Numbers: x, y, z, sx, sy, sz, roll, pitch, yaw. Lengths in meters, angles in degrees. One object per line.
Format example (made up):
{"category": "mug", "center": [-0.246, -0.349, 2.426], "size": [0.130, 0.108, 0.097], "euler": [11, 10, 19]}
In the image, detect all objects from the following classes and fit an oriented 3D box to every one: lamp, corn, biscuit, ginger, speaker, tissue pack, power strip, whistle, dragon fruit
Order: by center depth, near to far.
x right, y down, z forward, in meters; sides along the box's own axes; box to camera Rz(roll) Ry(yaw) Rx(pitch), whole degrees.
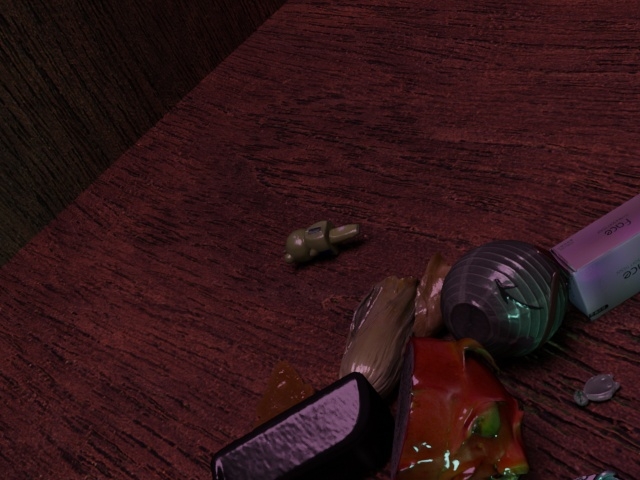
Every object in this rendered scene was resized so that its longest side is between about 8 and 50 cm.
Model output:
{"category": "dragon fruit", "center": [0.244, 0.319, 1.367], "size": [0.226, 0.305, 0.305], "euler": [8, 47, 5]}
{"category": "power strip", "center": [0.492, 0.265, 1.417], "size": [0.083, 0.035, 0.055], "euler": [-29, 37, 2]}
{"category": "speaker", "center": [-0.031, 0.440, 1.497], "size": [0.388, 0.180, 0.184], "euler": [-32, 43, 4]}
{"category": "lamp", "center": [0.357, 0.108, 1.522], "size": [0.233, 0.265, 0.233], "euler": [7, 49, -8]}
{"category": "tissue pack", "center": [0.583, 0.023, 1.528], "size": [0.246, 0.148, 0.092], "euler": [-32, 35, 1]}
{"category": "ginger", "center": [0.273, 0.137, 1.671], "size": [0.123, 0.115, 0.193], "euler": [13, 65, 27]}
{"category": "corn", "center": [0.135, 0.203, 1.675], "size": [0.123, 0.122, 0.305], "euler": [-3, 44, 32]}
{"category": "biscuit", "center": [-0.075, 0.361, 1.725], "size": [0.162, 0.035, 0.250], "euler": [-19, 39, 10]}
{"category": "whistle", "center": [0.000, 0.000, 2.035], "size": [0.227, 0.085, 0.105], "euler": [-16, 40, 24]}

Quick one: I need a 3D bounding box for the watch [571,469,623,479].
{"category": "watch", "center": [0.428, 0.457, 1.223], "size": [0.193, 0.068, 0.206], "euler": [17, 61, 45]}
